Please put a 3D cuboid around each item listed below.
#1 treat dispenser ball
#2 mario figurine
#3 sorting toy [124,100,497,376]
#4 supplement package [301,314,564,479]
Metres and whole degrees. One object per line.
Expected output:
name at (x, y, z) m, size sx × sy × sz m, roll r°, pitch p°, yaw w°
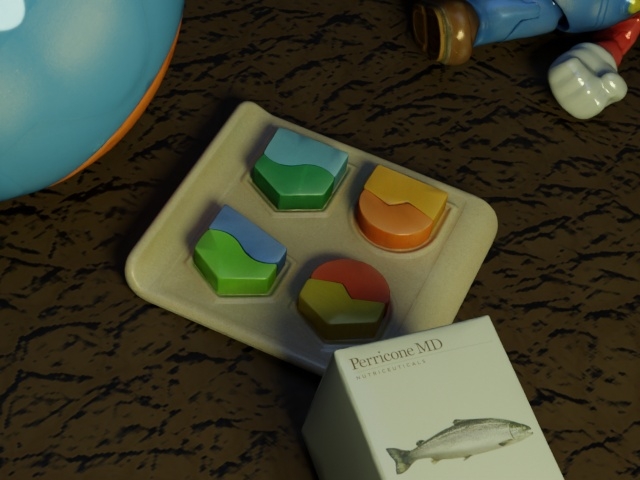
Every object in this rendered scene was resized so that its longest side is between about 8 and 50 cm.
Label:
treat dispenser ball at (-0.228, -0.165, 0.939) m, size 0.288 × 0.288 × 0.288 m, roll 6°, pitch 51°, yaw -7°
mario figurine at (0.237, -0.218, 1.149) m, size 0.321 × 0.198 × 0.170 m, roll -8°, pitch 42°, yaw -13°
sorting toy at (0.000, 0.000, 1.018) m, size 0.208 × 0.038 × 0.193 m, roll 25°, pitch 51°, yaw 8°
supplement package at (0.073, 0.152, 0.861) m, size 0.105 × 0.105 × 0.179 m, roll -12°, pitch 61°, yaw -19°
